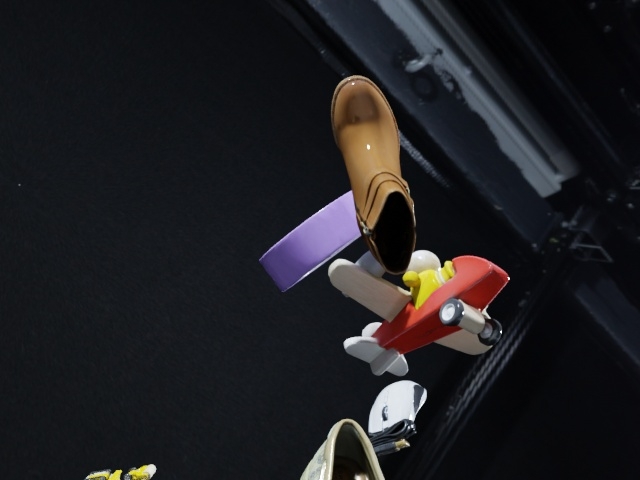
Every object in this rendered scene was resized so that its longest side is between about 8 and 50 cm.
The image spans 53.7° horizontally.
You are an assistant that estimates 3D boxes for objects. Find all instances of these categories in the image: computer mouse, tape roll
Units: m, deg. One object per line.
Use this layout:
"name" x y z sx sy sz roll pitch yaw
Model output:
"computer mouse" 0.091 0.230 0.844 0.106 0.193 0.042 -30 -90 22
"tape roll" 0.000 0.000 1.406 0.275 0.275 0.090 -36 -93 -18

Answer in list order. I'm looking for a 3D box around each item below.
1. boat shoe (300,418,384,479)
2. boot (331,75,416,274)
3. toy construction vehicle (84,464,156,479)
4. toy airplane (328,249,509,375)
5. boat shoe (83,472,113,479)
"boat shoe" 0.033 0.294 0.575 0.105 0.285 0.089 6 -61 -17
"boot" 0.080 -0.099 0.951 0.109 0.220 0.283 -6 -72 1
"toy construction vehicle" -0.271 0.333 0.838 0.098 0.086 0.035 -11 -86 2
"toy airplane" 0.229 0.154 1.489 0.385 0.386 0.272 -2 -127 9
"boat shoe" -0.327 0.469 0.938 0.088 0.096 0.267 -7 -74 11
